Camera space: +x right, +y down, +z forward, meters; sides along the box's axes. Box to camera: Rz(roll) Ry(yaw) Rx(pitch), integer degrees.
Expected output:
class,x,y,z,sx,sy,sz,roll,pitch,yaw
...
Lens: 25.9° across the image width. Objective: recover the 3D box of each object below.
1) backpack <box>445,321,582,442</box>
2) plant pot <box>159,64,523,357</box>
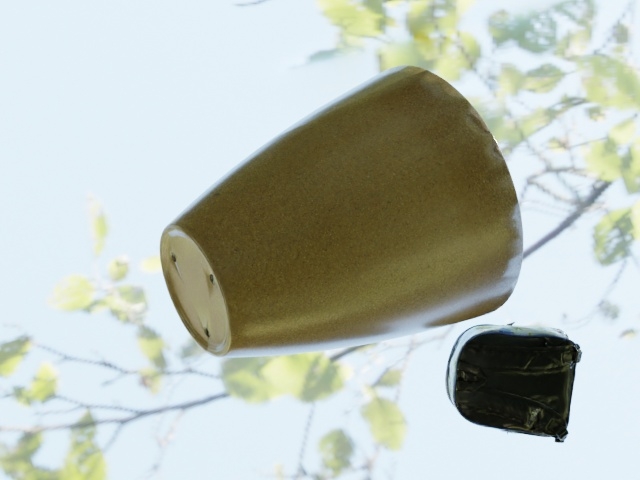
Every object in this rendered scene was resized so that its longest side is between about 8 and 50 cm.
class,x,y,z,sx,sy,sz,roll,pitch,yaw
backpack,0.176,0.128,1.316,0.114,0.084,0.105,7,-83,-6
plant pot,0.000,0.000,1.196,0.237,0.254,0.237,43,-35,41
